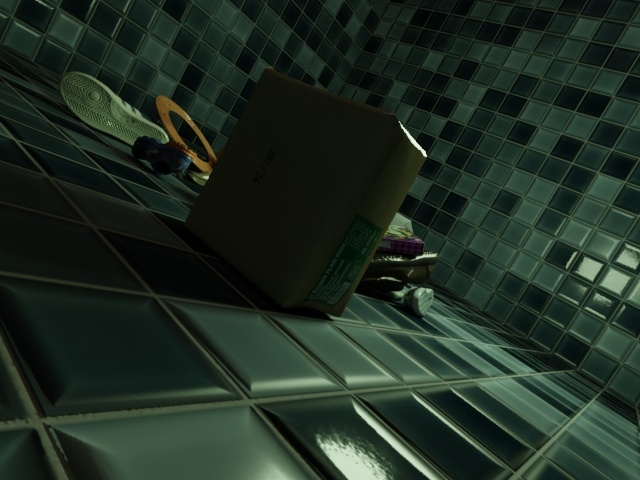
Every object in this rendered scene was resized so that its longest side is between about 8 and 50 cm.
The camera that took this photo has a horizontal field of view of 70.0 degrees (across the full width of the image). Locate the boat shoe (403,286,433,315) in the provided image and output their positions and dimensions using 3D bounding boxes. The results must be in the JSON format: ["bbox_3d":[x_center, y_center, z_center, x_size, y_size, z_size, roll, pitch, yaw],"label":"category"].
[{"bbox_3d":[0.287,0.183,1.386,0.075,0.083,0.226,2,-5,23],"label":"boat shoe"}]

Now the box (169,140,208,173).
[{"bbox_3d":[-0.528,-0.335,1.846,0.183,0.059,0.233,28,6,-16],"label":"box"}]

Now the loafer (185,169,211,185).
[{"bbox_3d":[-0.378,-0.203,1.485,0.056,0.050,0.148,31,5,24],"label":"loafer"}]

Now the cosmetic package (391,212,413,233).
[{"bbox_3d":[0.256,0.023,1.575,0.127,0.107,0.238,41,-26,49],"label":"cosmetic package"}]

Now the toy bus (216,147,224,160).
[{"bbox_3d":[-0.320,-0.243,1.684,0.104,0.191,0.202,-9,33,-33],"label":"toy bus"}]

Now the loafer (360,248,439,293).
[{"bbox_3d":[0.186,0.092,1.254,0.365,0.130,0.133,0,14,-34],"label":"loafer"}]

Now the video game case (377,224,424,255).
[{"bbox_3d":[0.155,-0.016,1.308,0.231,0.042,0.210,7,14,-6],"label":"video game case"}]

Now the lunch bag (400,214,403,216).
[{"bbox_3d":[0.198,-0.034,1.846,0.305,0.256,0.212,24,8,-44],"label":"lunch bag"}]

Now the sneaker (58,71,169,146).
[{"bbox_3d":[-0.650,-0.395,1.454,0.350,0.131,0.148,38,3,-27],"label":"sneaker"}]

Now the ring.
[{"bbox_3d":[-0.477,-0.365,1.635,0.337,0.032,0.337,55,11,-16],"label":"ring"}]

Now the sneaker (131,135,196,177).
[{"bbox_3d":[-0.435,-0.222,1.223,0.221,0.087,0.083,13,-14,33],"label":"sneaker"}]

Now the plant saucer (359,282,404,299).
[{"bbox_3d":[0.115,0.049,1.494,0.400,0.101,0.400,29,6,-3],"label":"plant saucer"}]

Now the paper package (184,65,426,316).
[{"bbox_3d":[-0.031,-0.085,0.779,0.309,0.325,0.168,33,6,37],"label":"paper package"}]
